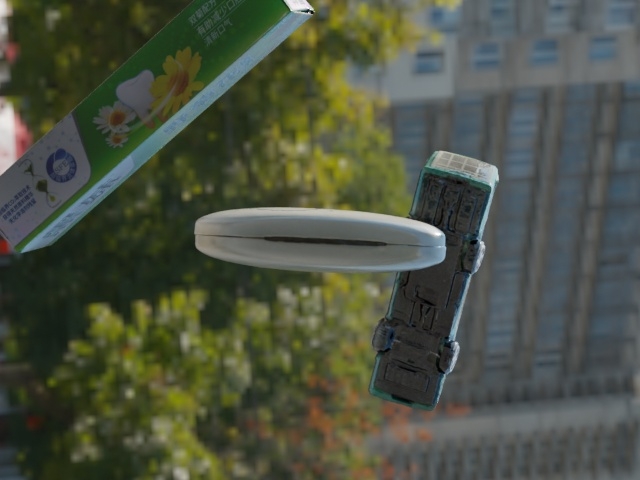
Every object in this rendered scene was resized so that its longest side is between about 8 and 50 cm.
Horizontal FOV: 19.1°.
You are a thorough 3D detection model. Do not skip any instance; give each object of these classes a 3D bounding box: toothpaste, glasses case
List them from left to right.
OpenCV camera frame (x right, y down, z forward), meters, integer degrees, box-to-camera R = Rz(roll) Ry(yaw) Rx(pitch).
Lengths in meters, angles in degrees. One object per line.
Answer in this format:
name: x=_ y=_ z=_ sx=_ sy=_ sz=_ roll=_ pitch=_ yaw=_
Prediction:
toothpaste: x=-0.083 y=-0.063 z=0.895 sx=0.037 sy=0.178 sz=0.043 roll=50 pitch=14 yaw=2
glasses case: x=0.000 y=0.000 z=1.486 sx=0.076 sy=0.197 sz=0.049 roll=-168 pitch=-99 yaw=-84

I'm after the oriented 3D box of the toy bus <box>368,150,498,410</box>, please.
toy bus: x=0.116 y=0.042 z=1.943 sx=0.109 sy=0.091 sz=0.261 roll=-58 pitch=163 yaw=-63
